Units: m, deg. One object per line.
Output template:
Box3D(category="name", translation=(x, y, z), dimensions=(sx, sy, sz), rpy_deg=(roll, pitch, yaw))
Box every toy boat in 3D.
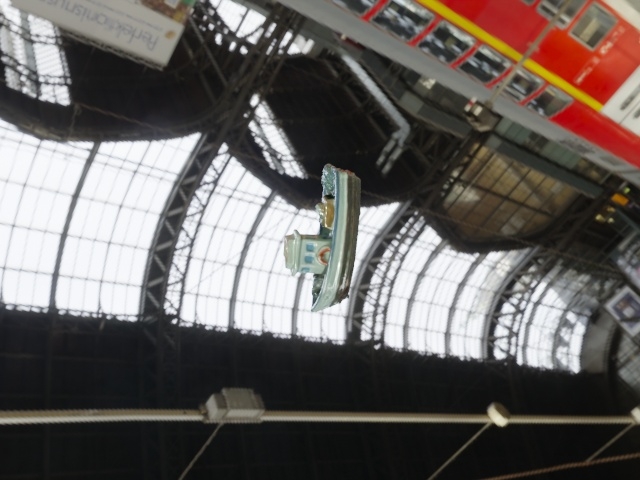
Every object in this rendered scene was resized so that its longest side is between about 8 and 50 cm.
Box3D(category="toy boat", translation=(0.000, 0.000, 0.579), dimensions=(0.066, 0.139, 0.059), rpy_deg=(2, -166, -10))
